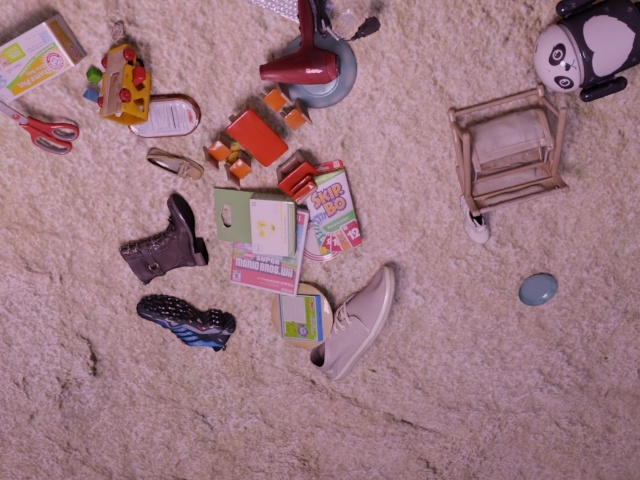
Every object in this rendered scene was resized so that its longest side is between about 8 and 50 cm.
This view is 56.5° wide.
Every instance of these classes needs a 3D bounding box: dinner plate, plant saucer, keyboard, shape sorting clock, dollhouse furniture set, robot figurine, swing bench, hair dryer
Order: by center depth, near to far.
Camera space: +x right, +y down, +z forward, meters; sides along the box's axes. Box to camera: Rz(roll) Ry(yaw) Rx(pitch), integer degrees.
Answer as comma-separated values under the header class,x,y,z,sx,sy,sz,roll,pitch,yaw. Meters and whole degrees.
class,x,y,z,sx,sy,sz,roll,pitch,yaw
keyboard,-0.100,-0.567,1.385,0.256,0.014,0.072,19,118,-14
hair dryer,-0.025,-0.469,1.389,0.293,0.080,0.224,-43,80,7
robot figurine,0.642,-0.458,1.391,0.278,0.209,0.173,-22,159,10
plant saucer,-0.007,-0.408,1.463,0.194,0.037,0.195,-1,126,-1
dollhouse furniture set,-0.121,-0.220,1.490,0.262,0.135,0.259,-39,126,14
swing bench,0.484,-0.227,1.536,0.253,0.165,0.255,-14,126,5
dinner plate,0.000,0.000,1.727,0.141,0.017,0.141,-1,121,-1
shape sorting clock,-0.057,0.228,1.806,0.206,0.040,0.206,5,102,27
plant saucer,0.669,0.150,1.848,0.119,0.021,0.119,-2,121,-3

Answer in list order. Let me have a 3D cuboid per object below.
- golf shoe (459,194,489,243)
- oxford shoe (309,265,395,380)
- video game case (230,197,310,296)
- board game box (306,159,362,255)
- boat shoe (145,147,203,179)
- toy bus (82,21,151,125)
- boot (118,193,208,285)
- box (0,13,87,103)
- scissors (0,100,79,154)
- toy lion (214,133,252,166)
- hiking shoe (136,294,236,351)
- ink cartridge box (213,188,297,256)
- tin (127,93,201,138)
class,x,y,z,sx,sy,sz,roll,pitch,yaw
golf shoe,0.440,-0.047,1.682,0.069,0.086,0.176,-25,121,10
oxford shoe,0.092,0.256,1.805,0.130,0.169,0.449,22,122,-13
video game case,-0.149,0.022,1.705,0.204,0.025,0.285,12,120,4
board game box,0.030,-0.089,1.654,0.124,0.039,0.260,-14,112,4
boat shoe,-0.384,-0.195,1.572,0.153,0.048,0.056,25,117,-17
toy bus,-0.456,-0.376,1.421,0.202,0.191,0.104,-50,148,19
boot,-0.454,0.007,1.666,0.228,0.091,0.263,-12,123,4
box,-0.671,-0.424,1.389,0.203,0.103,0.114,-24,119,11
scissors,-0.723,-0.284,1.433,0.109,0.021,0.297,-34,149,26
toy lion,-0.231,-0.229,1.574,0.100,0.034,0.096,8,128,-7
hiking shoe,-0.416,0.265,1.809,0.304,0.113,0.132,19,117,-14
ink cartridge box,-0.181,-0.049,1.627,0.235,0.056,0.171,5,120,6
tin,-0.399,-0.313,1.510,0.189,0.040,0.106,-4,125,0
